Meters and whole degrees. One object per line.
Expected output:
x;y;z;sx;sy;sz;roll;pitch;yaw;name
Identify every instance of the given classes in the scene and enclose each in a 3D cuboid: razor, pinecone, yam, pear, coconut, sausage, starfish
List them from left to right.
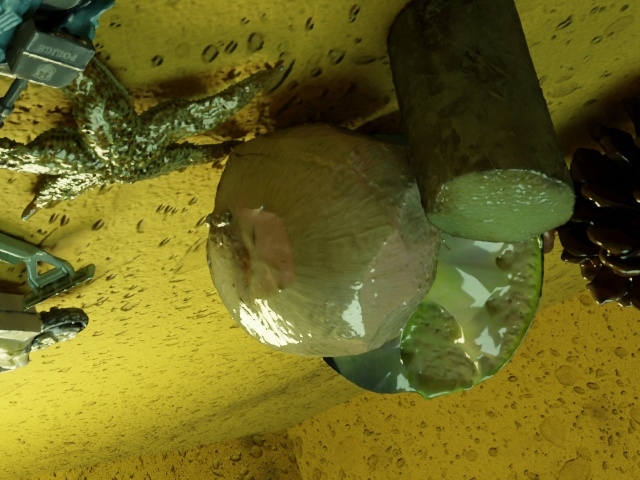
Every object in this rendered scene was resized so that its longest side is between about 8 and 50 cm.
-0.407;0.010;0.957;0.111;0.056;0.278;-24;153;8;razor
-0.204;-0.114;0.787;0.357;0.078;0.347;-21;158;3;starfish
0.000;0.000;0.931;0.297;0.297;0.254;-30;170;27;coconut
0.141;0.025;1.140;0.398;0.399;0.165;-28;-173;21;pear
0.163;-0.137;0.814;0.161;0.268;0.161;-8;160;-3;yam
0.380;-0.006;1.296;0.036;0.042;0.158;-61;160;-5;sausage
0.575;-0.083;1.241;0.384;0.385;0.384;-18;161;-6;pinecone

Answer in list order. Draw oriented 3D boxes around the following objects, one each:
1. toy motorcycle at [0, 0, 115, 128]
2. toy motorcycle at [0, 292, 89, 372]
-0.275;-0.166;0.499;0.182;0.124;0.272;-43;151;28;toy motorcycle
-0.519;0.144;1.115;0.222;0.108;0.340;-26;163;19;toy motorcycle
